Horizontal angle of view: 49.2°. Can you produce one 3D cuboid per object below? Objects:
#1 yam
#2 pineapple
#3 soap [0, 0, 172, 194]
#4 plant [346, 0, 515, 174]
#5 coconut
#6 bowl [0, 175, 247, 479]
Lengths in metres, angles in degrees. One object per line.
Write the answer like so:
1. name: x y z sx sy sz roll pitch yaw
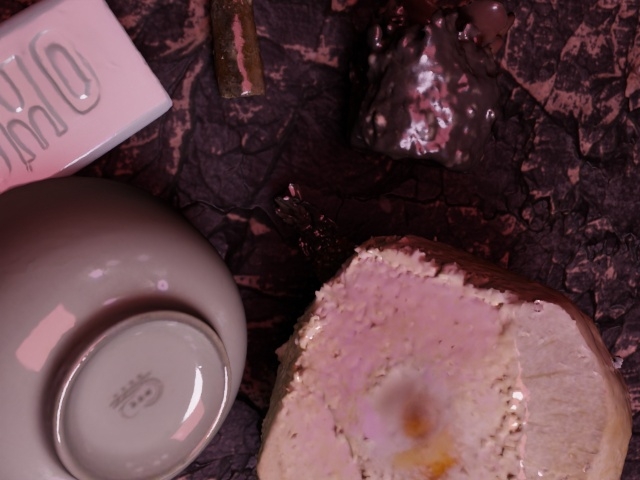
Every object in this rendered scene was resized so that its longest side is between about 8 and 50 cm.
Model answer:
1. yam: -0.103 -0.291 0.797 0.061 0.061 0.253 -10 100 -20
2. pineapple: 0.000 0.000 0.874 0.074 0.074 0.159 -41 107 -11
3. soap: -0.310 -0.131 0.723 0.265 0.087 0.160 -37 109 -13
4. plant: 0.131 -0.197 0.837 0.204 0.178 0.234 14 98 -21
5. coconut: 0.152 0.204 0.798 0.404 0.404 0.405 -3 99 -21
6. bowl: -0.209 0.123 0.693 0.353 0.185 0.354 -14 112 -36
